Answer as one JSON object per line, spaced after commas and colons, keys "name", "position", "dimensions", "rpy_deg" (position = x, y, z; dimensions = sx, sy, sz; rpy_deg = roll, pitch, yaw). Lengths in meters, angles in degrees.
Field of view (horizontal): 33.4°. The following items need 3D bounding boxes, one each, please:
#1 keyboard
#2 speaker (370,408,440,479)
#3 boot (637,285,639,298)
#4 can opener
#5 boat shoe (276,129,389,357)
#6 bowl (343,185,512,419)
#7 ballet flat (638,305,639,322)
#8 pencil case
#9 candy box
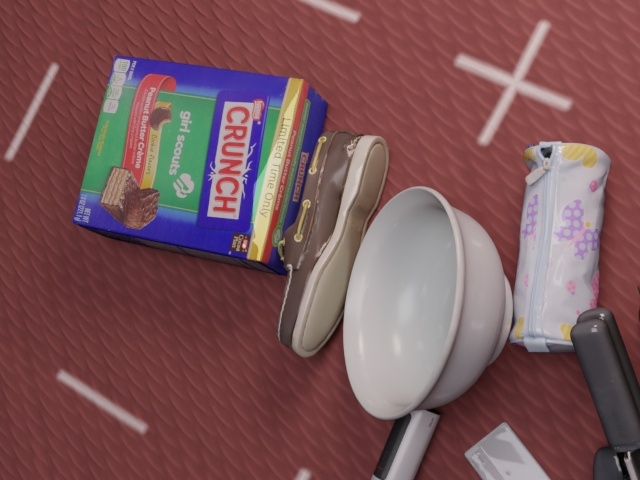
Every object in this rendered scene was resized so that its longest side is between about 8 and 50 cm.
{"name": "keyboard", "position": [0.289, 0.357, 1.369], "dimensions": [0.072, 0.014, 0.256], "rpy_deg": [-39, 70, 5]}
{"name": "speaker", "position": [0.111, 0.284, 1.423], "dimensions": [0.055, 0.055, 0.136], "rpy_deg": [23, 89, 22]}
{"name": "boot", "position": [0.483, 0.140, 1.298], "dimensions": [0.190, 0.076, 0.208], "rpy_deg": [-12, 84, -4]}
{"name": "can opener", "position": [0.347, 0.224, 1.288], "dimensions": [0.095, 0.076, 0.283], "rpy_deg": [-17, 100, 30]}
{"name": "boat shoe", "position": [0.000, 0.000, 1.485], "dimensions": [0.097, 0.116, 0.324], "rpy_deg": [14, 82, 26]}
{"name": "bowl", "position": [0.153, 0.088, 1.367], "dimensions": [0.134, 0.298, 0.297], "rpy_deg": [12, 83, -22]}
{"name": "ballet flat", "position": [0.443, 0.037, 1.346], "dimensions": [0.057, 0.049, 0.173], "rpy_deg": [11, 85, 21]}
{"name": "pencil case", "position": [0.305, 0.010, 1.363], "dimensions": [0.114, 0.124, 0.273], "rpy_deg": [3, 83, 20]}
{"name": "candy box", "position": [-0.175, -0.112, 1.562], "dimensions": [0.317, 0.122, 0.268], "rpy_deg": [11, 84, 20]}
